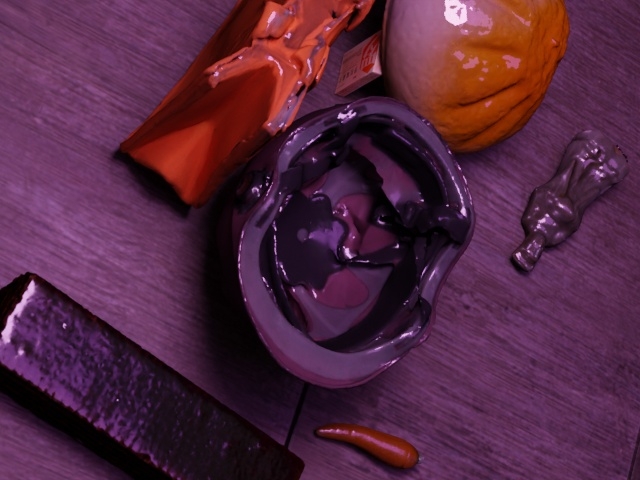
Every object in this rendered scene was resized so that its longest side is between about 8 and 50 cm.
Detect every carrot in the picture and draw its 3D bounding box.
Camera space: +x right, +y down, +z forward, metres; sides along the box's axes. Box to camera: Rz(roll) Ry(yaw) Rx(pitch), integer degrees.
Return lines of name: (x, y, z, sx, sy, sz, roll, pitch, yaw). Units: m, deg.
carrot: (0.058, 0.235, 1.802, 0.142, 0.035, 0.035, 22, 68, -18)

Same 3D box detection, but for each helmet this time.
helmet: (0.000, 0.000, 1.724, 0.271, 0.197, 0.338, 42, 68, -26)

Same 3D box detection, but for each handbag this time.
handbag: (-0.030, -0.236, 1.700, 0.116, 0.303, 0.410, 41, 61, -11)

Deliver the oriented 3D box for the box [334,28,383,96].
box: (0.050, -0.212, 1.867, 0.015, 0.093, 0.058, 22, 68, -23)

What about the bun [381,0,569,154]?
bun: (0.208, -0.244, 1.864, 0.299, 0.165, 0.299, -34, 132, -49)

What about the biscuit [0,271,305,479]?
biscuit: (-0.192, 0.181, 1.635, 0.388, 0.073, 0.107, 37, 61, -18)

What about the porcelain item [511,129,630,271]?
porcelain item: (0.310, -0.047, 2.010, 0.081, 0.069, 0.216, 50, 63, -17)
